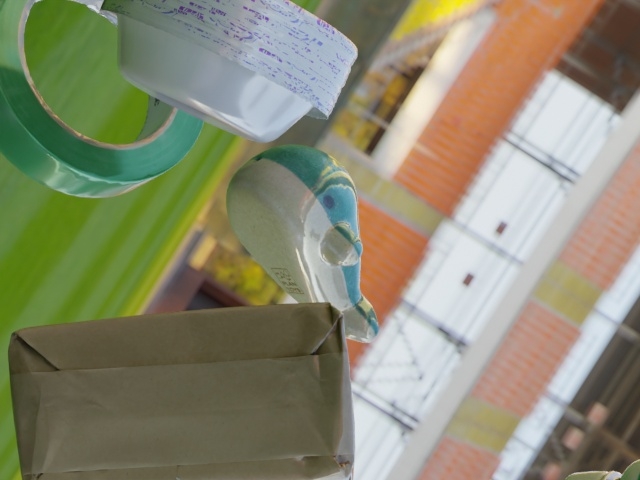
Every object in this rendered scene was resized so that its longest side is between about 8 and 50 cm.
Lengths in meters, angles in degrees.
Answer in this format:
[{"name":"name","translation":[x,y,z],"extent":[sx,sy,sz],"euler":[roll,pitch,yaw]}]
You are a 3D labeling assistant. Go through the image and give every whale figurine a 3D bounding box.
[{"name":"whale figurine","translation":[0.000,0.000,1.956],"extent":[0.141,0.272,0.216],"euler":[-40,-161,-26]}]

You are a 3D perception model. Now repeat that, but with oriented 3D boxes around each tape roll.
[{"name":"tape roll","translation":[-0.293,-0.217,1.966],"extent":[0.077,0.321,0.321],"euler":[-25,-153,48]}]

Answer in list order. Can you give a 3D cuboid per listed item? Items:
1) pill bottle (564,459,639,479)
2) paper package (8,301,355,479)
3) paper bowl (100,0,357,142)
[{"name":"pill bottle","translation":[0.495,0.374,1.966],"extent":[0.361,0.204,0.204],"euler":[-7,-147,29]},{"name":"paper package","translation":[-0.122,0.182,1.509],"extent":[0.325,0.309,0.168],"euler":[84,2,-74]},{"name":"paper bowl","translation":[-0.112,-0.210,1.737],"extent":[0.284,0.284,0.148],"euler":[175,-61,-87]}]
